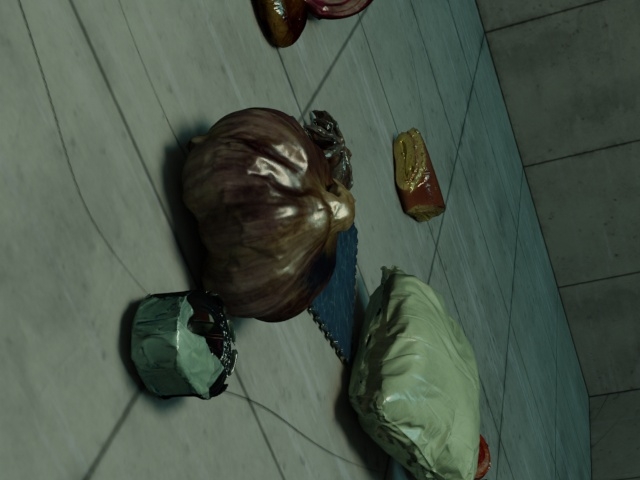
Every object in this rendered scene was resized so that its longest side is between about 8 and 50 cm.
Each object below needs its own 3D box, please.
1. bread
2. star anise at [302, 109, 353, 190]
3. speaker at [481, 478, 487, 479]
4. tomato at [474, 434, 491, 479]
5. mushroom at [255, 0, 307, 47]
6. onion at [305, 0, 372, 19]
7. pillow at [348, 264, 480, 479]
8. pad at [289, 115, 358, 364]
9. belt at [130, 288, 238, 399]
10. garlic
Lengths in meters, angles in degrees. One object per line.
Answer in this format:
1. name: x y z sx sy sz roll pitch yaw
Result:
1. bread: 0.190 -0.105 1.981 0.119 0.067 0.192 -68 141 -59
2. star anise: 0.018 -0.130 1.534 0.141 0.042 0.141 -17 90 -75
3. speaker: 0.235 0.478 1.727 0.218 0.082 0.044 -56 130 -66
4. tomato: 0.187 0.337 1.669 0.159 0.091 0.139 34 29 -19
5. mushroom: -0.054 -0.332 1.467 0.123 0.052 0.123 48 34 -48
6. onion: 0.052 -0.435 1.616 0.173 0.198 0.135 79 1 -62
7. pillow: 0.150 0.217 1.537 0.283 0.138 0.310 54 28 -30
8. pad: 0.000 0.000 1.469 0.269 0.012 0.270 58 28 -44
9. belt: -0.129 0.098 0.977 0.140 0.058 0.105 32 54 -69
10. garlic: -0.046 -0.030 1.133 0.245 0.160 0.245 -3 90 -67
